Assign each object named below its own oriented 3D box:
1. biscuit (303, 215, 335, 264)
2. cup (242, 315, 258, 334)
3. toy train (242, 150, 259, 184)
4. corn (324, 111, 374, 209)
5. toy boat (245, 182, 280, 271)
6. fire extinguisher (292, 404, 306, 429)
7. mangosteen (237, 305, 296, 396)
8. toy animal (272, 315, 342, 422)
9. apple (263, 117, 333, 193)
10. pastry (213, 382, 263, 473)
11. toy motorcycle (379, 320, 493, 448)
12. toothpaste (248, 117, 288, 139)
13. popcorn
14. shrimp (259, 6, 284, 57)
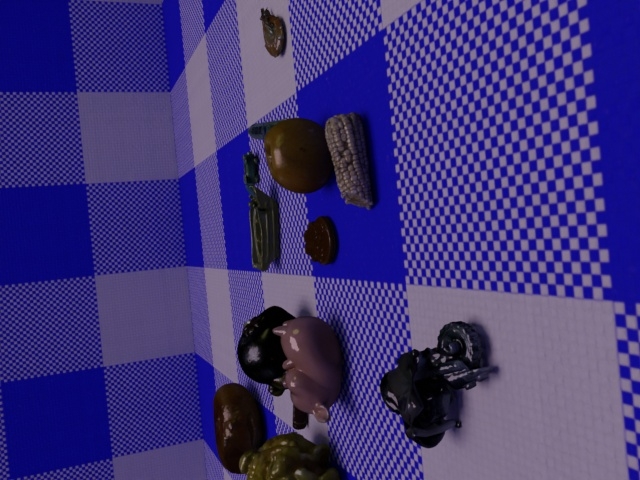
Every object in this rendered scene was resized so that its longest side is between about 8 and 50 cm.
[{"bbox_3d":[0.000,0.000,1.564,0.175,0.026,0.124,179,87,-68],"label":"biscuit"},{"bbox_3d":[-0.182,0.319,1.981,0.141,0.120,0.120,67,153,20],"label":"cup"},{"bbox_3d":[-0.236,-0.239,2.064,0.081,0.050,0.122,-145,51,-71],"label":"toy train"},{"bbox_3d":[0.060,-0.167,1.300,0.087,0.087,0.211,157,108,-67],"label":"corn"},{"bbox_3d":[-0.178,-0.045,1.927,0.111,0.084,0.276,-164,67,-64],"label":"toy boat"},{"bbox_3d":[-0.060,0.478,1.805,0.064,0.043,0.158,-49,-36,-66],"label":"fire extinguisher"},{"bbox_3d":[-0.121,0.313,1.721,0.243,0.243,0.243,174,90,-68],"label":"mangosteen"},{"bbox_3d":[-0.021,0.311,1.530,0.154,0.166,0.250,-7,96,25],"label":"toy animal"},{"bbox_3d":[-0.055,-0.205,1.479,0.182,0.155,0.182,175,90,-65],"label":"apple"},{"bbox_3d":[-0.319,0.718,2.357,0.356,0.163,0.356,175,90,-74],"label":"pastry"},{"bbox_3d":[0.195,0.256,1.047,0.270,0.106,0.159,-51,51,46],"label":"toy motorcycle"},{"bbox_3d":[-0.156,-0.329,1.852,0.297,0.048,0.075,-160,67,-63],"label":"toothpaste"},{"bbox_3d":[-0.082,0.632,1.650,0.250,0.241,0.235,49,157,37],"label":"popcorn"},{"bbox_3d":[-0.139,-0.602,1.743,0.099,0.041,0.180,119,141,-53],"label":"shrimp"}]
